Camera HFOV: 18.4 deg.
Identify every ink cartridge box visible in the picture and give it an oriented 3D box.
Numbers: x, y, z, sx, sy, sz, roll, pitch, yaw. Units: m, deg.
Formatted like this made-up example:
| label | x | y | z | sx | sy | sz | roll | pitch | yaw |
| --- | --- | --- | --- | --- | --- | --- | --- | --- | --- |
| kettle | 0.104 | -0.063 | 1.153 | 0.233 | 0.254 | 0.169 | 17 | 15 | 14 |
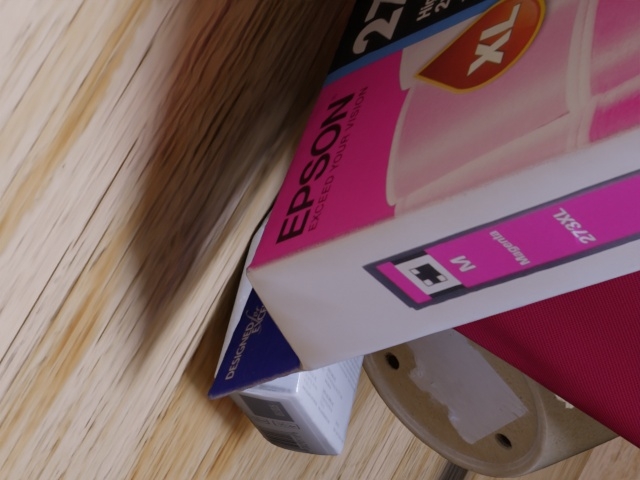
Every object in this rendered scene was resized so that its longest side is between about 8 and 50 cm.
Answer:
| label | x | y | z | sx | sy | sz | roll | pitch | yaw |
| --- | --- | --- | --- | --- | --- | --- | --- | --- | --- |
| ink cartridge box | 0.000 | 0.000 | 0.924 | 0.145 | 0.045 | 0.179 | 64 | 35 | -72 |
| ink cartridge box | 0.085 | -0.064 | 0.673 | 0.371 | 0.069 | 0.176 | -23 | -143 | 47 |

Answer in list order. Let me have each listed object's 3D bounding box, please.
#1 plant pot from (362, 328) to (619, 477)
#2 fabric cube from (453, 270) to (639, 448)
| label | x | y | z | sx | sy | sz | roll | pitch | yaw |
| --- | --- | --- | --- | --- | --- | --- | --- | --- | --- |
| plant pot | 0.152 | -0.003 | 1.074 | 0.274 | 0.256 | 0.256 | -40 | 155 | -33 |
| fabric cube | 0.214 | -0.046 | 0.848 | 0.254 | 0.258 | 0.259 | -21 | -141 | 63 |
